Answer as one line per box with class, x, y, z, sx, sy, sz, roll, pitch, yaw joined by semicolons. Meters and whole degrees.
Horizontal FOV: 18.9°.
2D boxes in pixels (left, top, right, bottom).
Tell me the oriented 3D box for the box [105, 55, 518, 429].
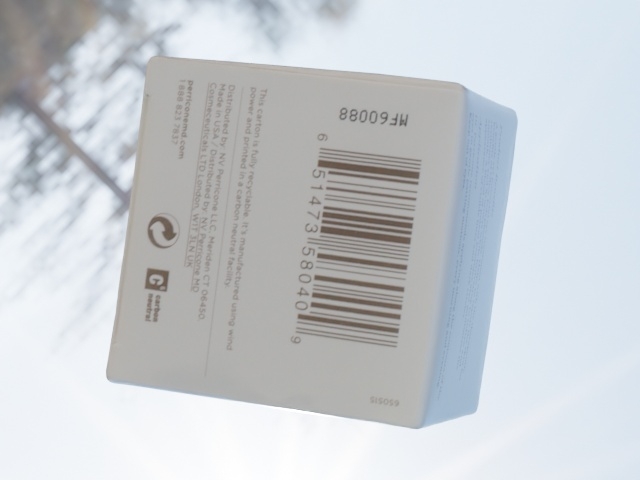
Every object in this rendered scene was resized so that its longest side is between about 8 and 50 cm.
box;0.000;0.000;0.592;0.087;0.102;0.101;4;93;-73
